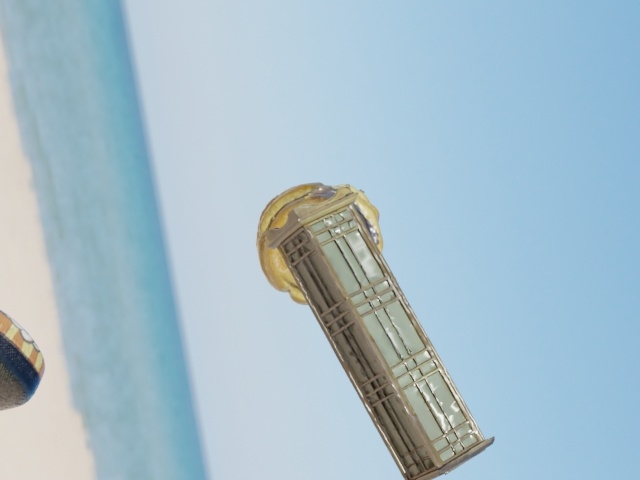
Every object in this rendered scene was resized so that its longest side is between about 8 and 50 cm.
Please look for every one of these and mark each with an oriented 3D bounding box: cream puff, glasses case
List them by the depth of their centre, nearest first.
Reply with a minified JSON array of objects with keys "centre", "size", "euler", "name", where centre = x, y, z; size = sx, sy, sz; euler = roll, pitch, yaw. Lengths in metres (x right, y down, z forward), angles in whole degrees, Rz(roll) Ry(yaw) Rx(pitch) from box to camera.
[{"centre":[-0.383,0.100,1.476],"size":[0.122,0.321,0.082],"euler":[57,44,-37],"name":"glasses case"},{"centre":[0.000,0.000,2.353],"size":[0.129,0.189,0.189],"euler":[60,19,-88],"name":"cream puff"}]

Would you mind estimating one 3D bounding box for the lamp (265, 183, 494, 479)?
[{"centre":[0.063,0.105,1.802],"size":[0.325,0.090,0.089],"euler":[61,-32,5],"name":"lamp"}]
